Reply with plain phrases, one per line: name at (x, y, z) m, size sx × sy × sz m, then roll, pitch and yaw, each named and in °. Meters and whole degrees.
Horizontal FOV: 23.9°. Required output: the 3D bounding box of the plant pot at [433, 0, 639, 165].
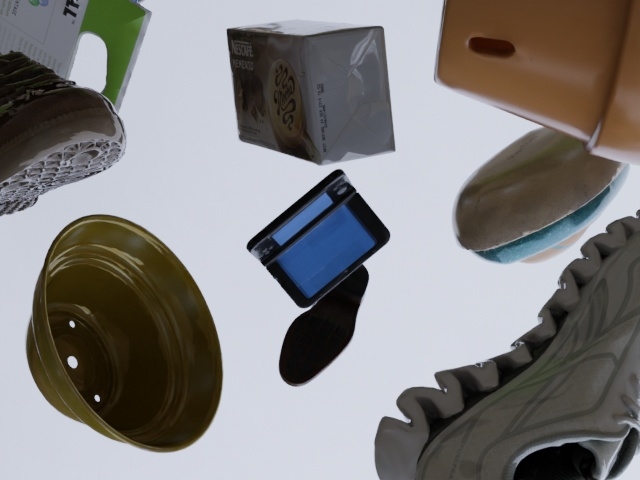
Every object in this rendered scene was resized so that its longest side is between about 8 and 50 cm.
plant pot at (0.210, -0.219, 1.303) m, size 0.203 × 0.291 × 0.291 m, roll 7°, pitch -133°, yaw 3°

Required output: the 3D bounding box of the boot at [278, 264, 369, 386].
boot at (0.002, 0.132, 1.981) m, size 0.082 × 0.106 × 0.219 m, roll 25°, pitch -130°, yaw 10°

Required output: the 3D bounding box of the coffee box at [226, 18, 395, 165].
coffee box at (-0.018, -0.207, 2.034) m, size 0.119 × 0.168 × 0.297 m, roll -11°, pitch -166°, yaw -21°

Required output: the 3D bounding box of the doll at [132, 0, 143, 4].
doll at (-0.222, -0.310, 1.814) m, size 0.189 × 0.046 × 0.129 m, roll 158°, pitch -45°, yaw -78°

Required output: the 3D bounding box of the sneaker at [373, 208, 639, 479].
sneaker at (0.175, 0.087, 0.951) m, size 0.292 × 0.110 × 0.118 m, roll -40°, pitch -141°, yaw -11°

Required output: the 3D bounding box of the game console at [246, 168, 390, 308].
game console at (0.000, 0.000, 1.501) m, size 0.122 × 0.107 × 0.071 m, roll -40°, pitch -103°, yaw 0°

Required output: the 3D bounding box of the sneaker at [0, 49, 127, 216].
sneaker at (-0.139, -0.050, 0.634) m, size 0.066 × 0.071 × 0.188 m, roll -17°, pitch 180°, yaw -28°

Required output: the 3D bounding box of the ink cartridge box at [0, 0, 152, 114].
ink cartridge box at (-0.243, -0.203, 1.243) m, size 0.097 × 0.255 × 0.189 m, roll -49°, pitch 170°, yaw -47°

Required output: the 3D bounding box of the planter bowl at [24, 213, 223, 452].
planter bowl at (-0.189, 0.093, 1.309) m, size 0.090 × 0.217 × 0.217 m, roll -26°, pitch -144°, yaw 31°

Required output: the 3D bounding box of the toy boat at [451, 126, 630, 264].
toy boat at (0.302, -0.046, 1.695) m, size 0.318 × 0.148 × 0.267 m, roll -11°, pitch -161°, yaw 46°
